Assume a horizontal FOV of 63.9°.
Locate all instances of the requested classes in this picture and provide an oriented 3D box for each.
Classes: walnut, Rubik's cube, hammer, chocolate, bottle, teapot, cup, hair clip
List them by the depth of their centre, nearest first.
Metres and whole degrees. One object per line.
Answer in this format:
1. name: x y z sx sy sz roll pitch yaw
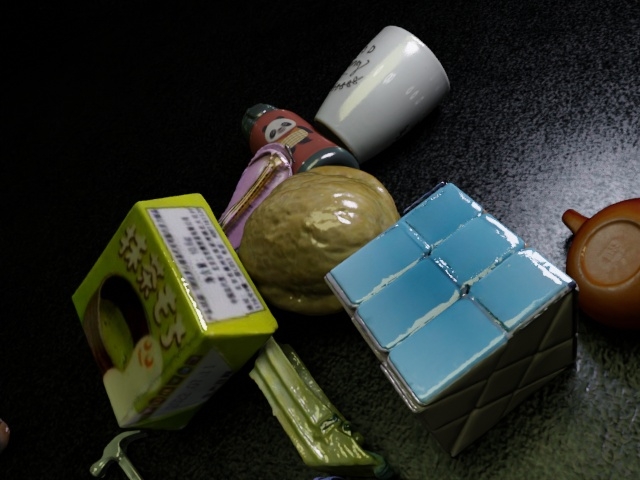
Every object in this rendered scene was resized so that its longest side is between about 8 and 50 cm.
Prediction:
1. Rubik's cube: 0.175 0.105 0.689 0.231 0.221 0.224 -37 49 -3
2. teapot: 0.424 0.028 0.701 0.178 0.135 0.252 -55 25 19
3. hammer: -0.274 0.400 0.822 0.246 0.029 0.103 28 72 37
4. chocolate: -0.256 0.116 0.837 0.289 0.137 0.300 -47 63 24
5. walnut: 0.000 0.000 0.851 0.283 0.227 0.282 -12 63 25
6. hair clip: -0.167 -0.038 0.995 0.359 0.096 0.110 -43 28 16
7. cup: 0.104 -0.288 1.073 0.234 0.186 0.258 -45 19 0
8. bottle: -0.063 -0.185 1.082 0.144 0.144 0.336 -40 46 -5

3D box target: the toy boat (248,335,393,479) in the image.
1. toy boat: -0.017 0.251 0.748 0.084 0.111 0.276 -44 50 -6

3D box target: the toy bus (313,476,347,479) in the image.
1. toy bus: -0.013 0.438 0.598 0.133 0.125 0.292 -11 53 19

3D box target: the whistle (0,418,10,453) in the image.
1. whistle: -0.681 0.403 0.978 0.220 0.107 0.057 -38 43 13
